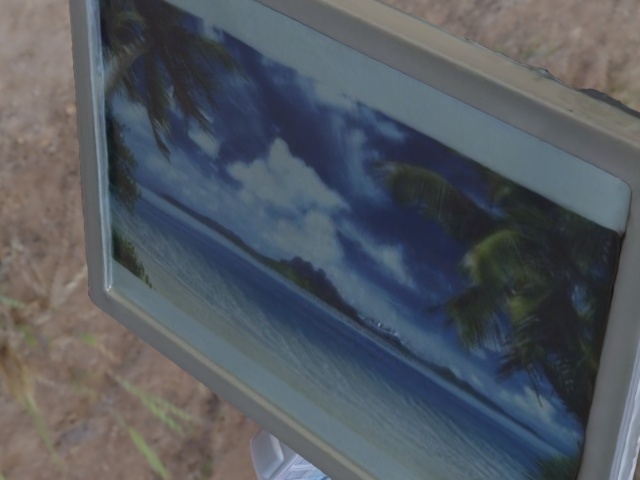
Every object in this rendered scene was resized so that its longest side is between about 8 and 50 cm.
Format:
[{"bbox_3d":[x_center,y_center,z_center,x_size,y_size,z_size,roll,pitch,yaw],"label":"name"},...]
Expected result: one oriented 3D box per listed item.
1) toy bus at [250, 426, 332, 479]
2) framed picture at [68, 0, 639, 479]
[{"bbox_3d":[-0.008,0.153,1.074,0.075,0.060,0.123,-7,157,-22],"label":"toy bus"},{"bbox_3d":[0.000,0.000,0.562,0.024,0.315,0.232,-27,133,-35],"label":"framed picture"}]
